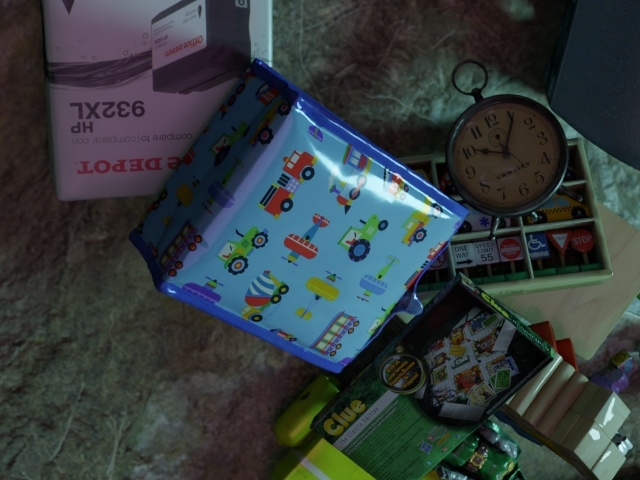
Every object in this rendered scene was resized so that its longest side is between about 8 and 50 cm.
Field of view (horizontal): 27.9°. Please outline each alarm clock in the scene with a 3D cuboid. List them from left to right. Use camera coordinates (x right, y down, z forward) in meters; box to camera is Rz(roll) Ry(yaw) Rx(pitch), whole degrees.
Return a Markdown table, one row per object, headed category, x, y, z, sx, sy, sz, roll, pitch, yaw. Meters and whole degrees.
| category | x | y | z | sx | sy | sz | roll | pitch | yaw |
| --- | --- | --- | --- | --- | --- | --- | --- | --- | --- |
| alarm clock | 0.193 | -0.107 | 1.389 | 0.129 | 0.064 | 0.192 | -24 | 86 | 7 |

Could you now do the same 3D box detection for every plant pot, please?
| category | x | y | z | sx | sy | sz | roll | pitch | yaw |
| --- | --- | --- | --- | --- | --- | --- | --- | --- | --- |
| plant pot | 0.378 | -0.195 | 1.379 | 0.252 | 0.248 | 0.247 | 14 | 107 | 3 |

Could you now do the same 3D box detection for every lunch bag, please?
| category | x | y | z | sx | sy | sz | roll | pitch | yaw |
| --- | --- | --- | --- | --- | --- | --- | --- | --- | --- |
| lunch bag | 0.000 | 0.000 | 1.277 | 0.293 | 0.138 | 0.221 | 33 | 98 | -29 |

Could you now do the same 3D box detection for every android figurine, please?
| category | x | y | z | sx | sy | sz | roll | pitch | yaw |
| --- | --- | --- | --- | --- | --- | --- | --- | --- | --- |
| android figurine | 0.050 | 0.276 | 1.549 | 0.248 | 0.056 | 0.273 | 42 | 89 | -22 |

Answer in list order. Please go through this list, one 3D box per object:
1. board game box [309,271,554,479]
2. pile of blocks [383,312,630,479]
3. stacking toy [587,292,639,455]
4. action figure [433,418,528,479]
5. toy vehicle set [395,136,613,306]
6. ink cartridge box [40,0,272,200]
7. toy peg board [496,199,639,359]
| category | x | y | z | sx | sy | sz | roll | pitch | yaw |
| --- | --- | --- | --- | --- | --- | --- | --- | --- | --- |
| board game box | 0.118 | 0.162 | 1.405 | 0.136 | 0.030 | 0.259 | 39 | 117 | -9 |
| pile of blocks | 0.209 | 0.130 | 1.487 | 0.362 | 0.149 | 0.112 | 38 | 78 | 1 |
| stacking toy | 0.389 | 0.155 | 1.604 | 0.221 | 0.052 | 0.167 | -39 | 114 | 1 |
| action figure | 0.159 | 0.239 | 1.515 | 0.232 | 0.063 | 0.137 | 33 | 97 | -20 |
| toy vehicle set | 0.175 | -0.018 | 1.425 | 0.267 | 0.035 | 0.166 | -7 | 71 | -8 |
| ink cartridge box | -0.165 | -0.206 | 1.291 | 0.223 | 0.129 | 0.307 | -4 | 110 | -13 |
| toy peg board | 0.293 | 0.027 | 1.531 | 0.161 | 0.079 | 0.161 | 34 | 97 | -7 |
